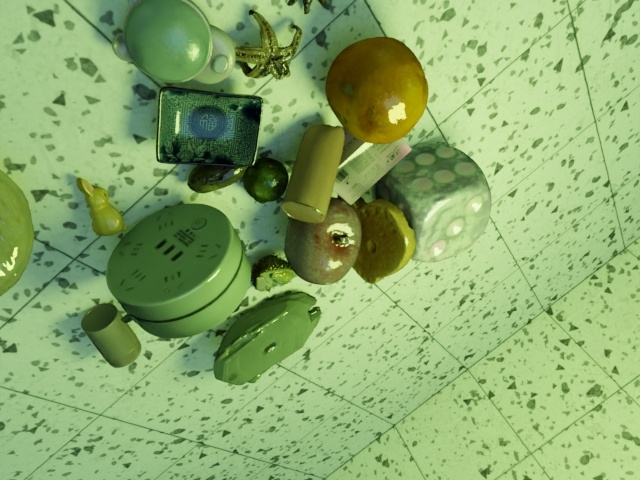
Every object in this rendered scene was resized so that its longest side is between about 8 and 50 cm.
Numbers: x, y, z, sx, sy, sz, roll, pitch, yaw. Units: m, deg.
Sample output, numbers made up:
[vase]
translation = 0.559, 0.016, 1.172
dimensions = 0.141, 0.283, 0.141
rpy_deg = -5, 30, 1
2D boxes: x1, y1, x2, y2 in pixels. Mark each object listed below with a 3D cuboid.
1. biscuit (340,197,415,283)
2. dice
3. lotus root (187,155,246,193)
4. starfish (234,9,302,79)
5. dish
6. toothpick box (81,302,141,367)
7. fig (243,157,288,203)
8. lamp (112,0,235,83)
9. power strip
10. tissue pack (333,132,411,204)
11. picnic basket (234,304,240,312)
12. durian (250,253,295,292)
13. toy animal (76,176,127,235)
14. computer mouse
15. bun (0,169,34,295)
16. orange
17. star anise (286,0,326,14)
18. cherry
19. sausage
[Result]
[biscuit]
translation = 0.156, -0.020, 1.582
dimensions = 0.057, 0.287, 0.344
rpy_deg = -29, 167, -31
[dice]
translation = 0.343, -0.116, 1.578
dimensions = 0.270, 0.270, 0.271
rpy_deg = -21, 135, -13
[lotus root]
translation = -0.262, -0.178, 1.318
dimensions = 0.179, 0.089, 0.080
rpy_deg = -29, 175, -2
[starfish]
translation = -0.136, -0.445, 1.176
dimensions = 0.189, 0.074, 0.146
rpy_deg = -5, 135, -23
[dish]
translation = -0.271, -0.277, 1.227
dimensions = 0.243, 0.080, 0.182
rpy_deg = -1, 121, -24
[toothpick box]
translation = -0.613, 0.283, 1.507
dimensions = 0.111, 0.111, 0.181
rpy_deg = -22, 134, -11
[fig]
translation = -0.155, -0.148, 1.389
dimensions = 0.123, 0.123, 0.156
rpy_deg = -3, 141, -27
[lamp]
translation = -0.295, -0.410, 1.070
dimensions = 0.246, 0.108, 0.179
rpy_deg = 17, 125, -28
[power strip]
translation = -0.365, 0.078, 1.301
dimensions = 0.357, 0.357, 0.161
rpy_deg = -26, 137, -7
[tissue pack]
translation = 0.121, -0.238, 1.477
dimensions = 0.246, 0.092, 0.148
rpy_deg = -42, 134, 10
[picnic basket]
translation = -0.372, 0.157, 1.519
dimensions = 0.296, 0.129, 0.223
rpy_deg = -12, 133, -19
[durian]
translation = -0.156, 0.109, 1.632
dimensions = 0.146, 0.102, 0.208
rpy_deg = -5, 152, -22
[toy animal]
translation = -0.543, -0.090, 1.257
dimensions = 0.083, 0.070, 0.159
rpy_deg = 0, 125, 24
[computer mouse]
translation = -0.192, 0.325, 1.759
dimensions = 0.429, 0.145, 0.228
rpy_deg = -32, 130, -18
[bun]
translation = -0.786, -0.002, 1.063
dimensions = 0.326, 0.234, 0.362
rpy_deg = 41, 74, -20
[orange]
translation = 0.139, -0.367, 1.259
dimensions = 0.261, 0.261, 0.261
rpy_deg = -15, 133, -17
[star anise]
translation = -0.025, -0.575, 1.143
dimensions = 0.141, 0.042, 0.141
rpy_deg = -15, 134, -16
[cherry]
translation = 0.000, 0.000, 1.501
dimensions = 0.221, 0.307, 0.261
rpy_deg = 17, 80, -14
[sausage]
translation = -0.015, -0.183, 1.363
dimensions = 0.123, 0.123, 0.253
rpy_deg = 31, 67, -43
